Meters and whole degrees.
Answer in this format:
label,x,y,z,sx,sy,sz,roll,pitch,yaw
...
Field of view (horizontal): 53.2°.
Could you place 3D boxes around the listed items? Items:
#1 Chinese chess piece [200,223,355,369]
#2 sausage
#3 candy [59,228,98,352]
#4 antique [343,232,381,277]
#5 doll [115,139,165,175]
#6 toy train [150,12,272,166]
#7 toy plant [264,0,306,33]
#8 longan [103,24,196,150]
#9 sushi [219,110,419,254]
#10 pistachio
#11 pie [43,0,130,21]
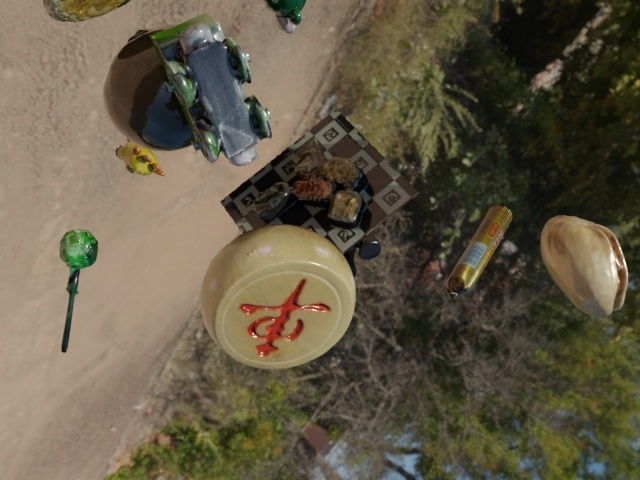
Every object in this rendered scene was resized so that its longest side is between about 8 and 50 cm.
label,x,y,z,sx,sy,sz,roll,pitch,yaw
Chinese chess piece,-0.066,0.095,1.023,0.251,0.250,0.097,-57,-150,24
sausage,0.431,0.033,1.748,0.371,0.082,0.082,-51,171,-37
candy,-0.627,0.130,1.612,0.097,0.097,0.324,-12,114,-74
antique,0.000,0.000,1.963,0.322,0.255,0.185,-9,134,-14
doll,-0.611,-0.285,2.189,0.135,0.220,0.143,-48,128,-13
toy train,-0.229,-0.310,1.341,0.173,0.249,0.307,-27,125,-11
toy plant,-0.089,-0.590,1.420,0.112,0.243,0.233,-18,153,-19
longan,-0.376,-0.376,1.570,0.319,0.319,0.319,-50,169,-13
sushi,-0.026,-0.110,1.407,0.359,0.343,0.064,-39,144,0
pistachio,0.759,0.068,1.848,0.193,0.318,0.214,-9,163,-41
pie,-0.505,-0.624,1.488,0.339,0.077,0.339,-36,177,-2
